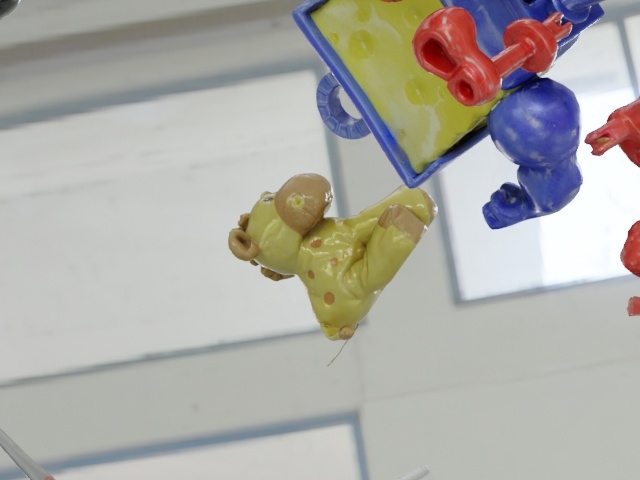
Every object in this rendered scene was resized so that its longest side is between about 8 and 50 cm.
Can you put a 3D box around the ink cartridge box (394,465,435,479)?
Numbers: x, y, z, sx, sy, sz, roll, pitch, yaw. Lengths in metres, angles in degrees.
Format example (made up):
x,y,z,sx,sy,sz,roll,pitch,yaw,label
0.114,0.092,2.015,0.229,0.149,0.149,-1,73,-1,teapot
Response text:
x,y,z,sx,sy,sz,roll,pitch,yaw,label
0.057,0.265,0.936,0.092,0.218,0.158,-45,-17,33,ink cartridge box

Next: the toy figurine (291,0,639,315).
x,y,z,sx,sy,sz,roll,pitch,yaw,label
0.032,-0.111,0.699,0.191,0.362,0.217,-38,3,-36,toy figurine

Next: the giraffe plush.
x,y,z,sx,sy,sz,roll,pitch,yaw,label
0.000,0.000,1.627,0.170,0.210,0.181,35,0,2,giraffe plush

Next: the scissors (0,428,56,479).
x,y,z,sx,sy,sz,roll,pitch,yaw,label
-0.280,0.278,1.631,0.021,0.109,0.297,-10,-37,35,scissors

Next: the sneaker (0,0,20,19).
x,y,z,sx,sy,sz,roll,pitch,yaw,label
-0.401,-0.171,1.402,0.283,0.107,0.124,-25,-46,-37,sneaker
